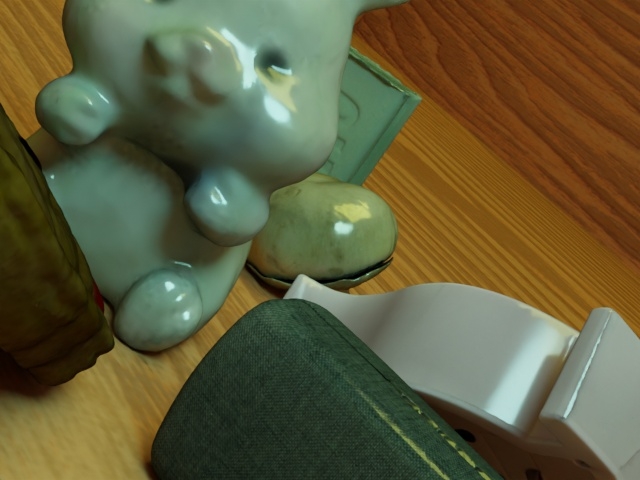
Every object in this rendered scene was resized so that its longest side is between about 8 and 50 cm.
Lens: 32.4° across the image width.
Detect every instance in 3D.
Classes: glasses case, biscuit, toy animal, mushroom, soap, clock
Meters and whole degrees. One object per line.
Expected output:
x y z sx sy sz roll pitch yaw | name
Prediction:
0.047 0.169 0.550 0.323 0.131 0.074 44 13 27 | glasses case
-0.208 -0.085 0.536 0.359 0.074 0.381 45 -14 52 | biscuit
-0.070 -0.119 0.758 0.196 0.367 0.241 32 27 -3 | toy animal
0.000 0.000 1.013 0.154 0.122 0.154 -4 19 1 | mushroom
0.001 -0.101 1.149 0.114 0.198 0.063 39 14 18 | soap
0.110 0.138 0.726 0.275 0.080 0.290 8 -35 41 | clock
